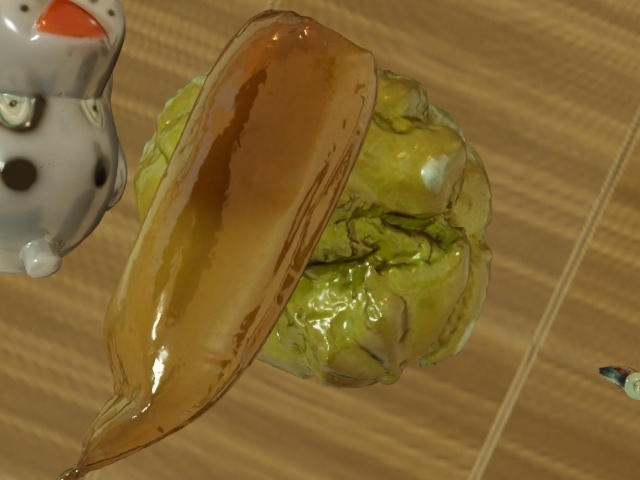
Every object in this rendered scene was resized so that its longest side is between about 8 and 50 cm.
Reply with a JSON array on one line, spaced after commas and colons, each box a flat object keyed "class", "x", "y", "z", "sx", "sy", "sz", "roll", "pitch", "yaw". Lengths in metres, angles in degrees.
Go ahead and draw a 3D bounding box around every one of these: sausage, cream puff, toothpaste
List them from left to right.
[{"class": "sausage", "x": -0.068, "y": 0.014, "z": 1.099, "sx": 0.112, "sy": 0.112, "sz": 0.328, "roll": 26, "pitch": 86, "yaw": 1}, {"class": "cream puff", "x": 0.000, "y": 0.000, "z": 1.672, "sx": 0.378, "sy": 0.378, "sz": 0.275, "roll": 4, "pitch": 67, "yaw": 7}, {"class": "toothpaste", "x": 0.210, "y": 0.095, "z": 1.204, "sx": 0.027, "sy": 0.083, "sz": 0.019, "roll": 0, "pitch": 95, "yaw": -2}]

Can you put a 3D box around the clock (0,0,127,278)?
[{"class": "clock", "x": -0.177, "y": -0.093, "z": 0.910, "sx": 0.189, "sy": 0.189, "sz": 0.254, "roll": -39, "pitch": 53, "yaw": 16}]
